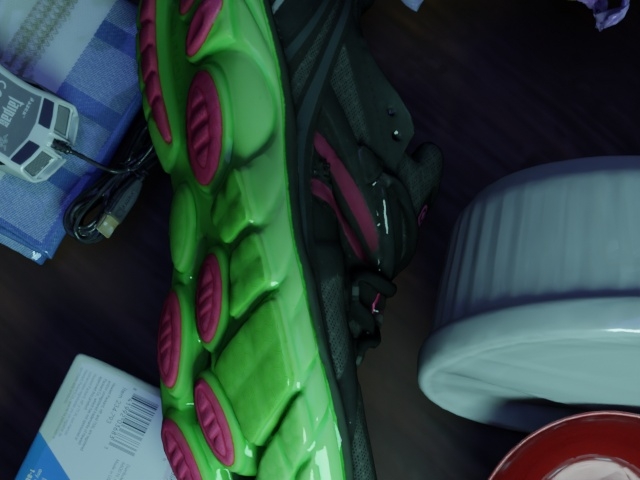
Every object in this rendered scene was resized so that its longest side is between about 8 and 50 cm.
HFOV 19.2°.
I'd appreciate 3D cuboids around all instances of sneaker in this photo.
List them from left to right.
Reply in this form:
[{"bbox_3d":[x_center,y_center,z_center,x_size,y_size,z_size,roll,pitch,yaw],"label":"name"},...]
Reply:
[{"bbox_3d":[0.000,0.000,1.259,0.202,0.185,0.483,7,68,-29],"label":"sneaker"}]

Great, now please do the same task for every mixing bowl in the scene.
[{"bbox_3d":[0.190,0.200,1.289,0.181,0.098,0.181,0,93,3],"label":"mixing bowl"}]

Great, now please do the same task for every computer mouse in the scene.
[{"bbox_3d":[-0.209,-0.081,1.341,0.193,0.042,0.106,30,85,-3],"label":"computer mouse"}]

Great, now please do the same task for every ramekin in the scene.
[{"bbox_3d":[0.200,0.041,1.244,0.272,0.273,0.127,3,70,1],"label":"ramekin"}]

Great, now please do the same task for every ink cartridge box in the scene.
[{"bbox_3d":[-0.090,0.186,1.312,0.231,0.078,0.134,26,84,4],"label":"ink cartridge box"}]

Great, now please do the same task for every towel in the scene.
[{"bbox_3d":[-0.269,-0.134,1.384,0.285,0.034,0.209,30,81,3],"label":"towel"}]

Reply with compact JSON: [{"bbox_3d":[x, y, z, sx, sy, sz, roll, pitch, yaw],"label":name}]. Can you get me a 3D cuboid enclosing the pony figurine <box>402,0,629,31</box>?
[{"bbox_3d":[0.227,-0.232,1.295,0.363,0.303,0.351,9,73,17],"label":"pony figurine"}]
